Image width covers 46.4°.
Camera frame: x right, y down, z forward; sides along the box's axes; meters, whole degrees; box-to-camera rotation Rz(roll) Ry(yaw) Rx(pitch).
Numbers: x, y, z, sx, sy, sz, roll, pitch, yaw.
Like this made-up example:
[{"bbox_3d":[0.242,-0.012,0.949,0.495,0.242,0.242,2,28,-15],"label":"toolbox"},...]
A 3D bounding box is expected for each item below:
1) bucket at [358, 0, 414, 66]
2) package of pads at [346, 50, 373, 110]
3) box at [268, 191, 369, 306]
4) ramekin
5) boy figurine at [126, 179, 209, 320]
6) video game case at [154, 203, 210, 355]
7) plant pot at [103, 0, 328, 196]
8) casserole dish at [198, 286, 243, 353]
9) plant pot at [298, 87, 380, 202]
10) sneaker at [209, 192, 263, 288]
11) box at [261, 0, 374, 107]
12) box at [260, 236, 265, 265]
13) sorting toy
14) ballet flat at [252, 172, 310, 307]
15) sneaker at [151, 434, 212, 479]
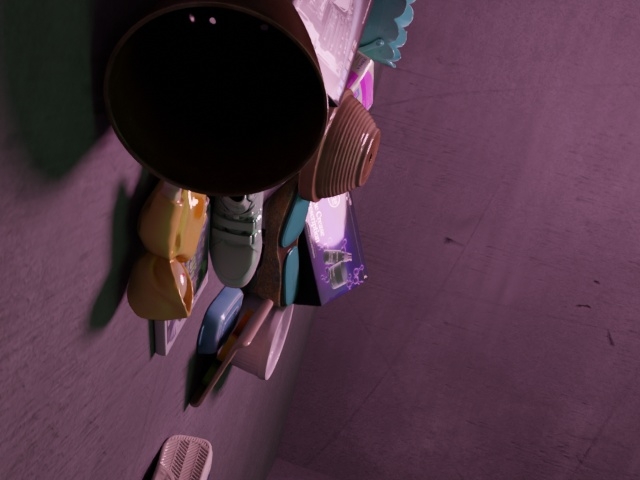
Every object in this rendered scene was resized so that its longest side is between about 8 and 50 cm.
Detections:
[{"bbox_3d":[0.124,-0.556,1.755,0.281,0.183,0.281,17,90,-83],"label":"bucket"},{"bbox_3d":[0.022,-0.290,1.700,0.229,0.101,0.296,-54,172,-3],"label":"package of pads"},{"bbox_3d":[0.000,0.000,1.753,0.184,0.103,0.261,-28,111,-45],"label":"box"},{"bbox_3d":[-0.147,0.219,1.782,0.207,0.109,0.207,17,90,-83],"label":"ramekin"},{"bbox_3d":[-0.176,-0.036,0.955,0.177,0.092,0.285,85,19,-80],"label":"boy figurine"},{"bbox_3d":[-0.215,0.060,1.167,0.190,0.022,0.173,100,9,-45],"label":"video game case"},{"bbox_3d":[-0.100,-0.202,0.805,0.230,0.216,0.215,-90,-172,-48],"label":"plant pot"},{"bbox_3d":[-0.198,0.160,1.511,0.188,0.037,0.114,-60,166,-67],"label":"casserole dish"},{"bbox_3d":[0.048,-0.177,1.477,0.237,0.110,0.237,20,90,-80],"label":"plant pot"},{"bbox_3d":[-0.144,-0.036,1.192,0.151,0.094,0.255,-71,166,-80],"label":"sneaker"},{"bbox_3d":[0.001,-0.410,1.218,0.242,0.077,0.307,37,69,-61],"label":"box"},{"bbox_3d":[-0.085,0.016,1.806,0.162,0.029,0.116,-26,143,-36],"label":"box"},{"bbox_3d":[-0.188,0.226,1.545,0.208,0.038,0.193,-51,-176,27],"label":"sorting toy"},{"bbox_3d":[-0.096,-0.007,1.615,0.123,0.123,0.348,-64,165,-55],"label":"ballet flat"},{"bbox_3d":[-0.274,0.502,1.315,0.350,0.131,0.148,-59,160,-66],"label":"sneaker"}]
